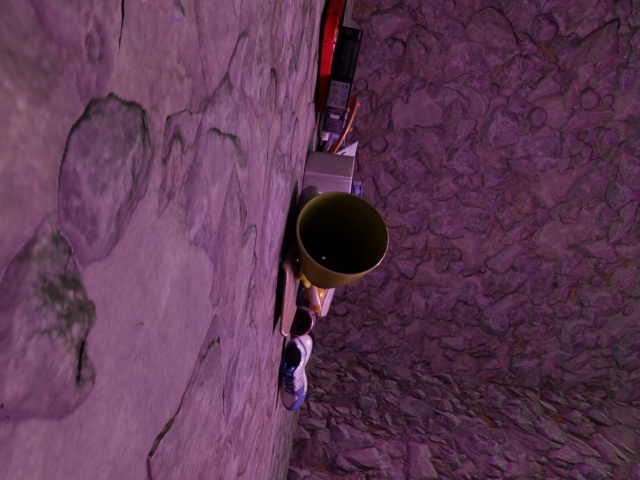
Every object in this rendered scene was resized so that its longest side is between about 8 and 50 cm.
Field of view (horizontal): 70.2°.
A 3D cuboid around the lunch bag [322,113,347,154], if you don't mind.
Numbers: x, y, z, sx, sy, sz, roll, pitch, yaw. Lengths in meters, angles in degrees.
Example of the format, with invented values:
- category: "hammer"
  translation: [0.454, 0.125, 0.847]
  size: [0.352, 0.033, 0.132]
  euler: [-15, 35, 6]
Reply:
- category: "lunch bag"
  translation: [0.075, -0.528, 2.289]
  size: [0.303, 0.114, 0.243]
  euler: [96, 1, -45]

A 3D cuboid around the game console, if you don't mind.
- category: "game console"
  translation: [0.036, -0.719, 1.683]
  size: [0.342, 0.060, 0.387]
  euler: [103, -2, -50]

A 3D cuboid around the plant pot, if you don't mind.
- category: "plant pot"
  translation: [0.036, 0.038, 1.437]
  size: [0.293, 0.274, 0.275]
  euler: [115, -14, -61]

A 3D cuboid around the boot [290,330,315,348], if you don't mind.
- category: "boot"
  translation: [-0.078, 0.450, 2.036]
  size: [0.207, 0.094, 0.247]
  euler: [-84, 174, -64]

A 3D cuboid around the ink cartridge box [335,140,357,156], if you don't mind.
- category: "ink cartridge box"
  translation: [0.078, -0.361, 2.192]
  size: [0.223, 0.045, 0.224]
  euler: [-35, 153, -32]

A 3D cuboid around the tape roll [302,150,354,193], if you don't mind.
- category: "tape roll"
  translation: [0.028, -0.200, 1.682]
  size: [0.246, 0.169, 0.246]
  euler: [8, 90, -86]

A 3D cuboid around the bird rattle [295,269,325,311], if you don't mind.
- category: "bird rattle"
  translation: [-0.037, 0.173, 1.746]
  size: [0.253, 0.143, 0.207]
  euler: [162, -82, -82]

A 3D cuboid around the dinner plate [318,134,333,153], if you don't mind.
- category: "dinner plate"
  translation: [0.017, -0.411, 2.007]
  size: [0.141, 0.017, 0.141]
  euler: [-55, -162, 28]

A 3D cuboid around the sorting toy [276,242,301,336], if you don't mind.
- category: "sorting toy"
  translation: [-0.099, 0.130, 1.438]
  size: [0.307, 0.041, 0.229]
  euler: [-74, 167, -71]

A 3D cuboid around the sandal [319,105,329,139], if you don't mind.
- category: "sandal"
  translation: [0.070, -0.618, 1.989]
  size: [0.169, 0.102, 0.417]
  euler: [87, 13, -75]

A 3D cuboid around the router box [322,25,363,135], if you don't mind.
- category: "router box"
  translation: [0.078, -0.581, 1.691]
  size: [0.243, 0.080, 0.309]
  euler: [111, -9, -81]

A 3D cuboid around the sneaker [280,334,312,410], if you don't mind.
- category: "sneaker"
  translation: [-0.113, 0.494, 1.697]
  size: [0.131, 0.111, 0.297]
  euler: [5, 92, -70]

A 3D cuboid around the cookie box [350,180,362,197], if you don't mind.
- category: "cookie box"
  translation: [0.128, -0.153, 1.695]
  size: [0.107, 0.040, 0.092]
  euler: [96, 3, -51]

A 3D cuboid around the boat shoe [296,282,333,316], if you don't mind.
- category: "boat shoe"
  translation: [-0.004, 0.210, 2.162]
  size: [0.500, 0.155, 0.187]
  euler: [-55, 159, -73]

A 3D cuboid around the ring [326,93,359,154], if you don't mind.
- category: "ring"
  translation: [0.081, -0.471, 1.970]
  size: [0.337, 0.032, 0.337]
  euler: [-57, -162, 30]

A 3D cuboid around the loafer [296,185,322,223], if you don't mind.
- category: "loafer"
  translation: [-0.039, -0.073, 1.535]
  size: [0.111, 0.112, 0.320]
  euler: [57, -21, 32]

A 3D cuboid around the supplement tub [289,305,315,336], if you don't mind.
- category: "supplement tub"
  translation: [-0.072, 0.292, 1.667]
  size: [0.198, 0.105, 0.106]
  euler: [74, 24, -82]
